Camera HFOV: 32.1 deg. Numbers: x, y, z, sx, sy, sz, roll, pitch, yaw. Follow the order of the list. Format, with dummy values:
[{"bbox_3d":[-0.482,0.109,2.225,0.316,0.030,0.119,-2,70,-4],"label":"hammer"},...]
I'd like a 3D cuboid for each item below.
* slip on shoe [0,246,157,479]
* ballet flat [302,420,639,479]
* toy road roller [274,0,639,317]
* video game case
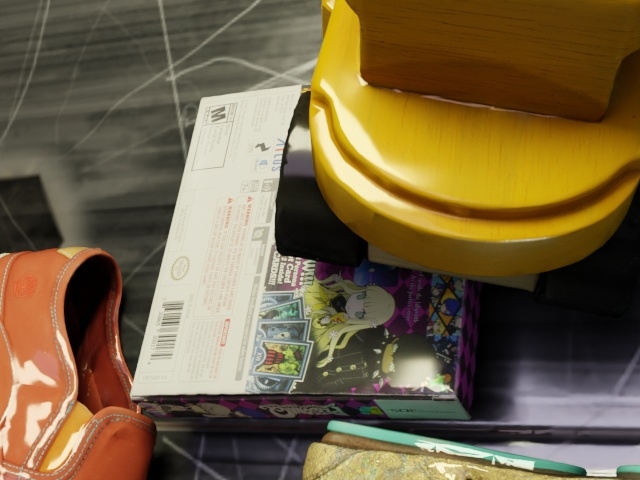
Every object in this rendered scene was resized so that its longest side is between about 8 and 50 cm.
[{"bbox_3d":[-0.156,0.145,0.708,0.101,0.123,0.331,-20,61,11],"label":"slip on shoe"},{"bbox_3d":[0.145,0.163,0.573,0.349,0.123,0.123,0,72,29],"label":"ballet flat"},{"bbox_3d":[0.099,-0.133,0.582,0.203,0.240,0.329,11,62,8],"label":"toy road roller"},{"bbox_3d":[0.000,0.000,0.708,0.210,0.042,0.232,-4,59,22],"label":"video game case"}]
